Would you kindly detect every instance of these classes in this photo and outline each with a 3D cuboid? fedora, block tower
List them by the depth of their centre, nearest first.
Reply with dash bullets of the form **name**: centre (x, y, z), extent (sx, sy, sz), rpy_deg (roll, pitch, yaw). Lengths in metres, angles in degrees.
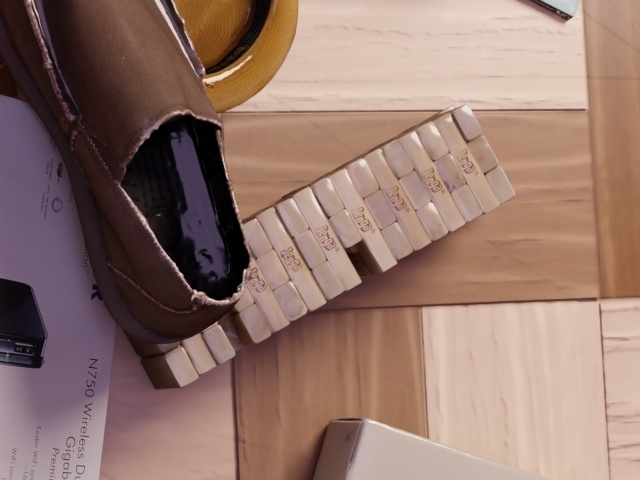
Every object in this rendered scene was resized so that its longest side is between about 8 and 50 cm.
- **fedora**: centre (-0.109, -0.192, 1.484), extent (0.194, 0.079, 0.194), rpy_deg (-1, 92, -35)
- **block tower**: centre (0.000, 0.000, 1.508), extent (0.335, 0.097, 0.091), rpy_deg (-30, 95, -18)

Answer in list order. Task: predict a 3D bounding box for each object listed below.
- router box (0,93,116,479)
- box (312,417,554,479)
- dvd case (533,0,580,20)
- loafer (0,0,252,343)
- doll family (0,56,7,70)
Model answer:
- **router box**: centre (-0.281, 0.054, 1.344), extent (0.301, 0.082, 0.335), rpy_deg (12, 81, -49)
- **box**: centre (0.129, 0.236, 1.529), extent (0.275, 0.094, 0.113), rpy_deg (21, 79, -15)
- **dvd case**: centre (0.183, -0.256, 1.627), extent (0.119, 0.013, 0.087), rpy_deg (25, 79, -13)
- **loafer**: centre (-0.125, -0.103, 1.338), extent (0.134, 0.130, 0.366), rpy_deg (-29, 104, -32)
- **doll family**: centre (-0.247, -0.214, 1.385), extent (0.263, 0.118, 0.163), rpy_deg (-42, 115, -48)
